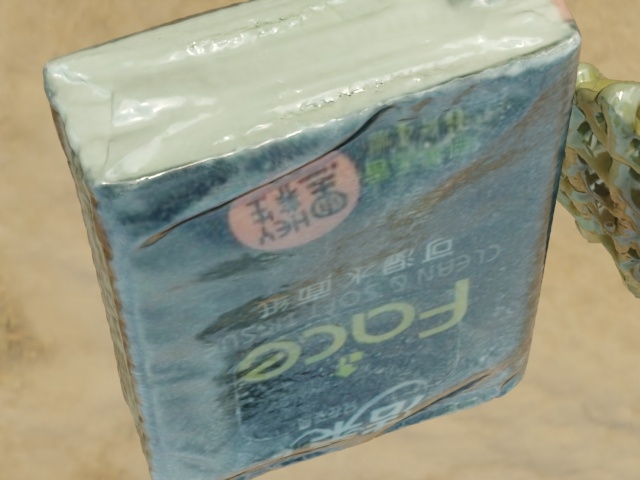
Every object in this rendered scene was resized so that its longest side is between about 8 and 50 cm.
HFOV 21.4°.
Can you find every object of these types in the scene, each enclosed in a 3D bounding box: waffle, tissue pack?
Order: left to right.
[{"bbox_3d":[0.000,0.000,0.846,0.228,0.103,0.316,-17,148,-9],"label":"tissue pack"},{"bbox_3d":[0.229,-0.005,1.088,0.056,0.309,0.292,-40,106,-4],"label":"waffle"}]
